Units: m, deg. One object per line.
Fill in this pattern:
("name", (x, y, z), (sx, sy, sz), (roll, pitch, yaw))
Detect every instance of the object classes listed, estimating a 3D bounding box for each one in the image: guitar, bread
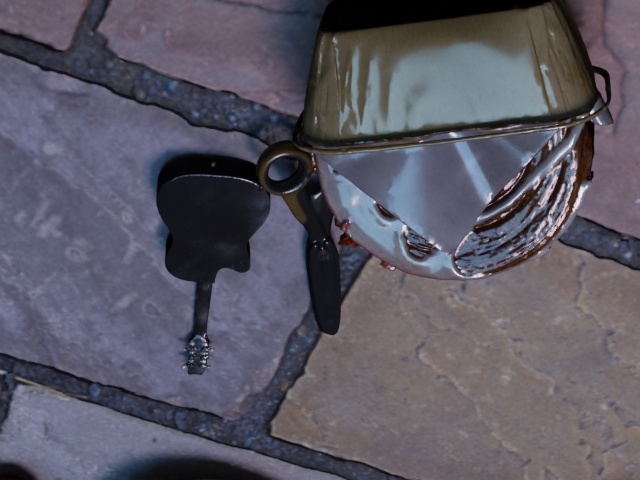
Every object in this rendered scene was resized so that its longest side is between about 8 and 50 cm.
("guitar", (-0.093, 0.027, 1.480), (0.088, 0.025, 0.233), (4, 132, -6))
("bread", (0.096, -0.081, 1.309), (0.224, 0.142, 0.212), (-6, 116, 10))

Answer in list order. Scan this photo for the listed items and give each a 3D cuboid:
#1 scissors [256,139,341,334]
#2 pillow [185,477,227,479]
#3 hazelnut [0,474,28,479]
("scissors", (0.000, 0.000, 1.450), (0.088, 0.017, 0.220), (-16, 137, -10))
("pillow", (-0.110, 0.301, 1.689), (0.214, 0.086, 0.233), (19, 132, -20))
("hazelnut", (-0.283, 0.248, 1.661), (0.086, 0.086, 0.086), (2, 132, 2))
